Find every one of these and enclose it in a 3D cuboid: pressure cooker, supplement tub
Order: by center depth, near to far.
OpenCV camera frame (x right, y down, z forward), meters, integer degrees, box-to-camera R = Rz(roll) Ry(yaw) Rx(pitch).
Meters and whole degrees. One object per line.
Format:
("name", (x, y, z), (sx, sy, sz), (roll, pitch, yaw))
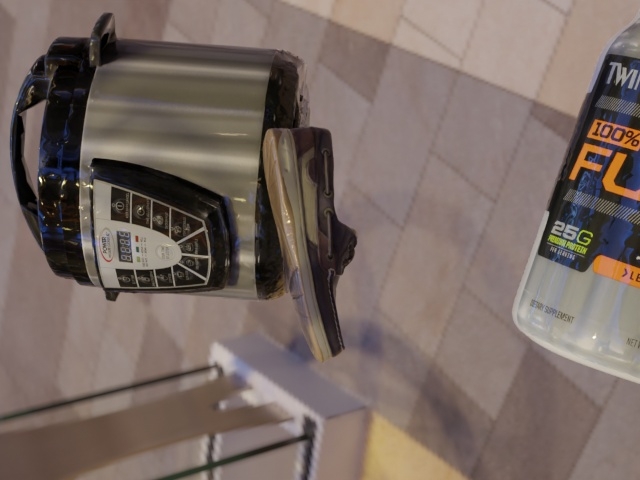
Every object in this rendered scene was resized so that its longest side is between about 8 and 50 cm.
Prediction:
("supplement tub", (0.293, -0.044, 1.064), (0.193, 0.193, 0.316), (23, 97, 47))
("pressure cooker", (-0.233, -0.100, 1.842), (0.375, 0.420, 0.370), (80, -164, -79))

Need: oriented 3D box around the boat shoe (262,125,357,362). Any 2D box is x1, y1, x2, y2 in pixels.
("boat shoe", (0.000, 0.000, 1.541), (0.103, 0.092, 0.285), (145, 113, -79))
